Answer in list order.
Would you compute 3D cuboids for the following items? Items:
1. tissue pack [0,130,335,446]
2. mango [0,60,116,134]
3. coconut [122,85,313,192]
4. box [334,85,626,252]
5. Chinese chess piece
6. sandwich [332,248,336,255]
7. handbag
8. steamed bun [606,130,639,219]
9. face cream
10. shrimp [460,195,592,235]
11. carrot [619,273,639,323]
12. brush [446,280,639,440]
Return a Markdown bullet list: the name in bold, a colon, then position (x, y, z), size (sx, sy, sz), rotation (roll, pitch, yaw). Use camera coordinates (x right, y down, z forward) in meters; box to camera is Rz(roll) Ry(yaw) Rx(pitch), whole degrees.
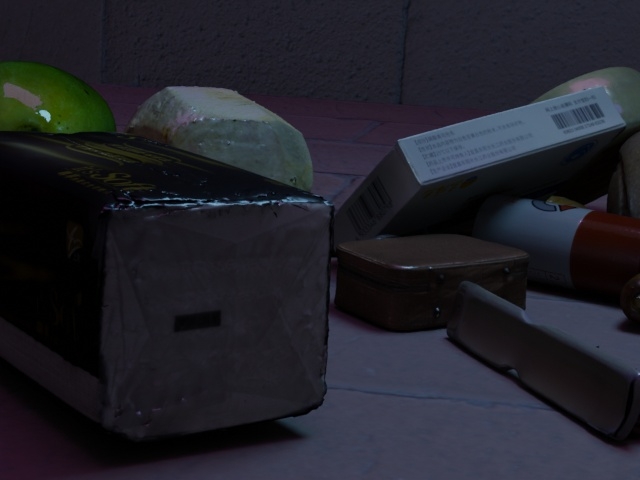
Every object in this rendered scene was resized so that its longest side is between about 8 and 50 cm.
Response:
- **tissue pack**: position (-0.166, 0.026, 1.153), size (0.210, 0.198, 0.370), rotation (0, 12, -35)
- **mango**: position (-0.408, -0.156, 1.994), size (0.225, 0.201, 0.382), rotation (-6, 8, 4)
- **coconut**: position (-0.125, -0.075, 1.680), size (0.236, 0.197, 0.237), rotation (13, 15, -3)
- **box**: position (0.187, -0.078, 1.692), size (0.343, 0.065, 0.200), rotation (-17, -20, -35)
- **Chinese chess piece**: position (0.367, -0.135, 2.001), size (0.273, 0.102, 0.273), rotation (-22, -21, -9)
- **sandwich**: position (0.000, 0.001, 1.764), size (0.101, 0.026, 0.069), rotation (13, 11, 30)
- **handbag**: position (0.113, 0.039, 1.487), size (0.193, 0.072, 0.151), rotation (-7, 14, -34)
- **steamed bun**: position (0.504, -0.077, 1.834), size (0.251, 0.199, 0.301), rotation (5, 12, 11)
- **face cream**: position (0.288, 0.009, 1.616), size (0.214, 0.096, 0.096), rotation (12, 14, 36)
- **shrimp**: position (0.243, -0.029, 1.898), size (0.267, 0.061, 0.145), rotation (13, 24, 32)
- **carrot**: position (0.386, 0.054, 1.532), size (0.059, 0.059, 0.248), rotation (10, 10, 32)
- **brush**: position (0.200, 0.101, 1.242), size (0.050, 0.060, 0.321), rotation (12, 7, -23)
